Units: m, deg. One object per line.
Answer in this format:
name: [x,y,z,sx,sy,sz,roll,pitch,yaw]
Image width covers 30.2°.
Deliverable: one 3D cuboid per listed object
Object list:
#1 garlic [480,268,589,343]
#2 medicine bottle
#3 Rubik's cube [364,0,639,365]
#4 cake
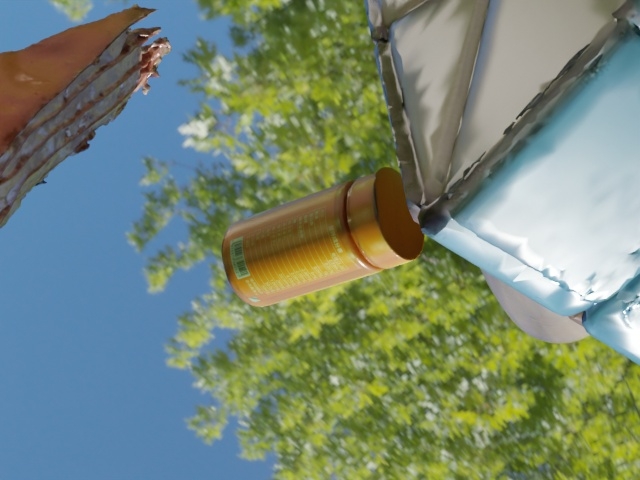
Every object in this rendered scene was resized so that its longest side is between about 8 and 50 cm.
garlic: [0.270,-0.035,1.215,0.231,0.340,0.246,-22,-124,19]
medicine bottle: [0.000,0.000,1.190,0.191,0.096,0.096,-19,-125,33]
Rubik's cube: [0.174,-0.088,0.457,0.231,0.224,0.221,-47,-153,26]
cake: [-0.222,-0.094,0.931,0.287,0.098,0.135,-33,-124,-26]
